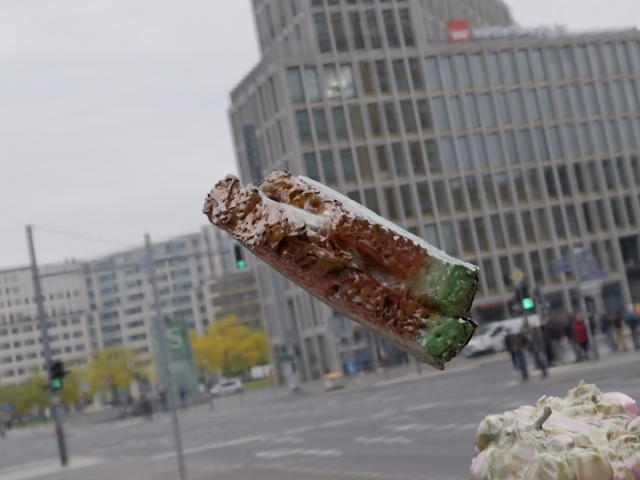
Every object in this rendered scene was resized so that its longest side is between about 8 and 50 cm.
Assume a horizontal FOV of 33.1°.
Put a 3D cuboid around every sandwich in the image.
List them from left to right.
[{"bbox_3d":[0.005,-0.002,0.780,0.159,0.079,0.235,36,-5,-32],"label":"sandwich"}]

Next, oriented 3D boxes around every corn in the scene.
[{"bbox_3d":[0.108,0.242,0.546,0.126,0.335,0.126,9,12,-2],"label":"corn"}]
